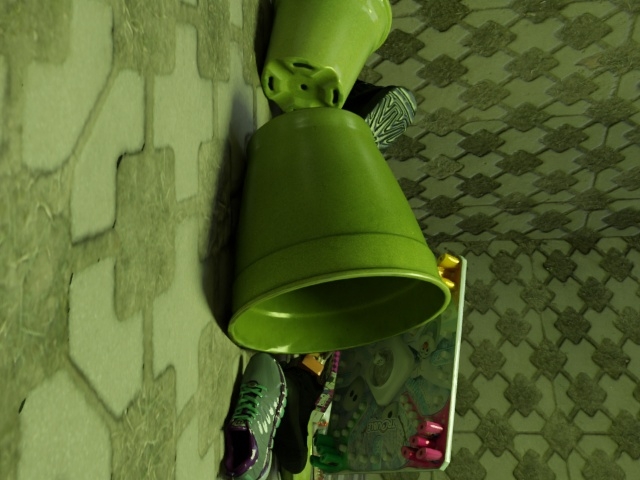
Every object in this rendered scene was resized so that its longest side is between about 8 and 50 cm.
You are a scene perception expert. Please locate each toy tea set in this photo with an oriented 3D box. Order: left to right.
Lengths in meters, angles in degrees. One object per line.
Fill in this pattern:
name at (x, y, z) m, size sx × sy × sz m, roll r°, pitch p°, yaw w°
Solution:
toy tea set at (-0.036, 0.253, 1.601) m, size 0.200 × 0.124 × 0.336 m, roll -63°, pitch 176°, yaw 4°

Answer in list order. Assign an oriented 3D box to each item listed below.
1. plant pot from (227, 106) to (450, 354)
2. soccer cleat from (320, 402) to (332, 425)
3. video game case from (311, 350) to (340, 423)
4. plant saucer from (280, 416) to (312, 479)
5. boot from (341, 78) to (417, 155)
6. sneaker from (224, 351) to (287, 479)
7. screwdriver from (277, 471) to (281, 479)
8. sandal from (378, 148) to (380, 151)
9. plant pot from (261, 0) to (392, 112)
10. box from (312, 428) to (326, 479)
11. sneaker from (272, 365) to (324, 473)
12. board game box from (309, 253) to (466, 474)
plant pot at (0.007, -0.027, 1.172) m, size 0.366 × 0.367 × 0.353 m, roll 70°, pitch 10°, yaw -65°
soccer cleat at (0.022, 0.502, 1.963) m, size 0.196 × 0.068 × 0.076 m, roll 57°, pitch 29°, yaw -68°
video game case at (0.022, 0.337, 1.812) m, size 0.232 × 0.042 × 0.210 m, roll -81°, pitch -169°, yaw -51°
plant saucer at (-0.056, 0.473, 1.534) m, size 0.241 × 0.037 × 0.241 m, roll -1°, pitch 90°, yaw -82°
boot at (0.026, -0.236, 1.512) m, size 0.260 × 0.348 × 0.131 m, roll 29°, pitch -25°, yaw 53°
sneaker at (-0.109, 0.281, 1.094) m, size 0.098 × 0.083 × 0.223 m, roll 64°, pitch 26°, yaw -58°
screwdriver at (-0.075, 0.570, 1.444) m, size 0.025 × 0.024 × 0.170 m, roll -138°, pitch -143°, yaw -61°
sandal at (0.049, -0.059, 1.382) m, size 0.120 × 0.086 × 0.302 m, roll 25°, pitch 94°, yaw -42°
plant pot at (-0.007, -0.410, 1.438) m, size 0.276 × 0.276 × 0.254 m, roll 76°, pitch 26°, yaw -55°
box at (-0.001, 0.614, 1.900) m, size 0.094 × 0.027 × 0.137 m, roll 3°, pitch 85°, yaw -83°
sneaker at (-0.042, 0.362, 1.385) m, size 0.130 × 0.087 × 0.227 m, roll -25°, pitch 112°, yaw -51°
board game box at (0.120, 0.247, 1.306) m, size 0.390 × 0.050 × 0.390 m, roll -30°, pitch -137°, yaw 53°
